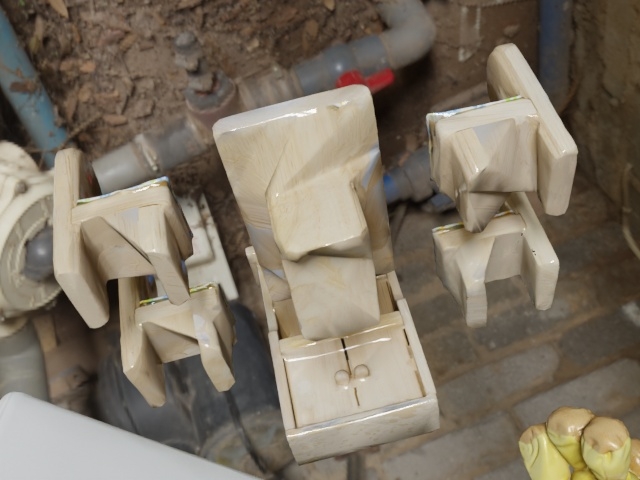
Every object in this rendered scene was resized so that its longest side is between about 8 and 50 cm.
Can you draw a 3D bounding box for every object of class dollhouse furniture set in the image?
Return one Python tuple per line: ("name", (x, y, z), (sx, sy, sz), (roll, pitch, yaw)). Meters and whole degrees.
("dollhouse furniture set", (0.000, 0.000, 0.740), (0.362, 0.256, 0.394), (-14, 140, -1))

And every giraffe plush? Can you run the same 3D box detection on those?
("giraffe plush", (0.365, 0.304, 0.949), (0.171, 0.181, 0.210), (-1, 90, -24))

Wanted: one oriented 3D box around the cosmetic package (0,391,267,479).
("cosmetic package", (-0.140, 0.368, 0.469), (0.328, 0.393, 0.329), (23, 108, -13))
